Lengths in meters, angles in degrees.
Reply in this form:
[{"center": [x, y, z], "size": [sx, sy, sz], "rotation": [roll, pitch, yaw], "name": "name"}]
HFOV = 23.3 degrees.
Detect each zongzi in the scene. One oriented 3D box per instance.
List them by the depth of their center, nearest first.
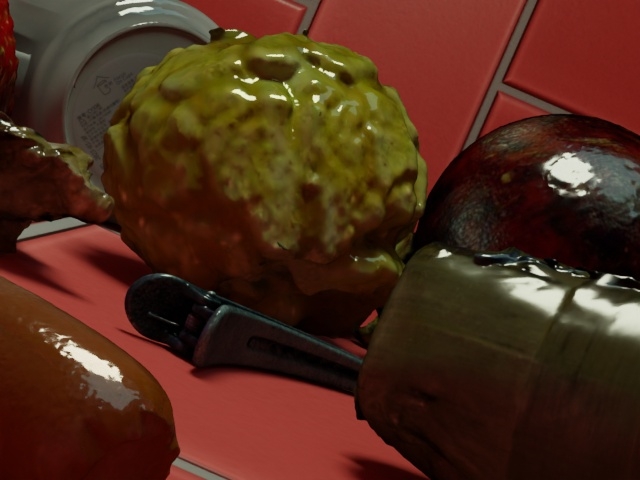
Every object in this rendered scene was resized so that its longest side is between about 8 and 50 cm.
[{"center": [0.225, 0.144, 0.962], "size": [0.356, 0.174, 0.393], "rotation": [17, -13, 30], "name": "zongzi"}]

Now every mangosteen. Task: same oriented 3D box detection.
[{"center": [0.200, 0.055, 1.411], "size": [0.306, 0.359, 0.306], "rotation": [50, 16, -21], "name": "mangosteen"}]

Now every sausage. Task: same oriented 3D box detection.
[{"center": [-0.140, 0.047, 0.600], "size": [0.197, 0.076, 0.076], "rotation": [24, 3, 32], "name": "sausage"}]

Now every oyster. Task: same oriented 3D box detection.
[{"center": [-0.306, -0.075, 1.168], "size": [0.361, 0.096, 0.221], "rotation": [24, -1, 11], "name": "oyster"}]

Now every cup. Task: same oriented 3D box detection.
[{"center": [-0.269, -0.170, 1.654], "size": [0.322, 0.237, 0.327], "rotation": [15, 7, -29], "name": "cup"}]

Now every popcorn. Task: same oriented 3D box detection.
[{"center": [-0.053, -0.053, 1.314], "size": [0.282, 0.247, 0.282], "rotation": [13, -5, 1], "name": "popcorn"}]

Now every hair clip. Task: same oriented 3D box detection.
[{"center": [-0.023, 0.077, 1.114], "size": [0.083, 0.048, 0.275], "rotation": [21, 1, 38], "name": "hair clip"}]

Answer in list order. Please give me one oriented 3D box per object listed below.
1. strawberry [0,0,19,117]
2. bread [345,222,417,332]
[{"center": [-0.394, -0.208, 1.431], "size": [0.288, 0.239, 0.250], "rotation": [36, 13, 23], "name": "strawberry"}, {"center": [0.000, 0.000, 1.522], "size": [0.143, 0.158, 0.149], "rotation": [27, 9, 30], "name": "bread"}]
